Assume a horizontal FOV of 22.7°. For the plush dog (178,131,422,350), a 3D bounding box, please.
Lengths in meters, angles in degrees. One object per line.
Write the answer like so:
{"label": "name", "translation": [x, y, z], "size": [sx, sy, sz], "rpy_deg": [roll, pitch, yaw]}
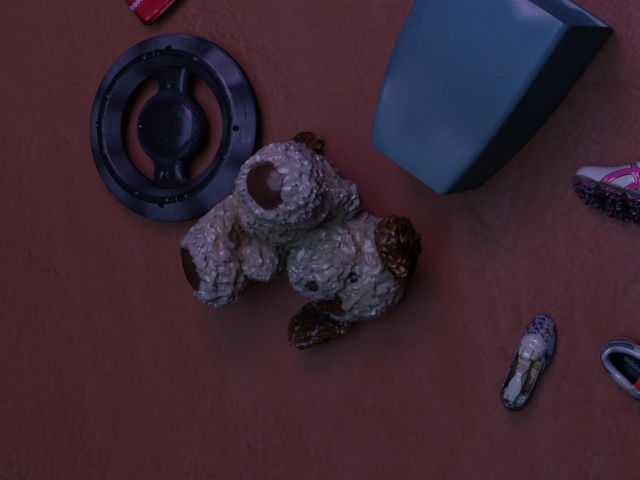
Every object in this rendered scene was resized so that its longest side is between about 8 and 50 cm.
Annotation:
{"label": "plush dog", "translation": [0.000, 0.000, 1.813], "size": [0.225, 0.210, 0.262], "rpy_deg": [46, 135, 2]}

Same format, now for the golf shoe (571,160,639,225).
{"label": "golf shoe", "translation": [0.364, -0.060, 1.707], "size": [0.186, 0.067, 0.086], "rpy_deg": [11, 67, 23]}

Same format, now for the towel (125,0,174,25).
{"label": "towel", "translation": [-0.223, -0.424, 1.965], "size": [0.199, 0.031, 0.275], "rpy_deg": [-42, 75, 16]}

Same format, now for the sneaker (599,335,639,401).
{"label": "sneaker", "translation": [0.361, 0.162, 1.692], "size": [0.161, 0.075, 0.057], "rpy_deg": [40, 104, 18]}

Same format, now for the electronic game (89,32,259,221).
{"label": "electronic game", "translation": [-0.179, -0.137, 1.934], "size": [0.229, 0.048, 0.229], "rpy_deg": [0, 89, 24]}

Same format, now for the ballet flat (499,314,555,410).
{"label": "ballet flat", "translation": [0.230, 0.138, 1.767], "size": [0.041, 0.041, 0.114], "rpy_deg": [23, 98, 21]}

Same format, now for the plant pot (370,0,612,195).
{"label": "plant pot", "translation": [0.170, -0.175, 1.735], "size": [0.166, 0.165, 0.234], "rpy_deg": [36, 110, 19]}
